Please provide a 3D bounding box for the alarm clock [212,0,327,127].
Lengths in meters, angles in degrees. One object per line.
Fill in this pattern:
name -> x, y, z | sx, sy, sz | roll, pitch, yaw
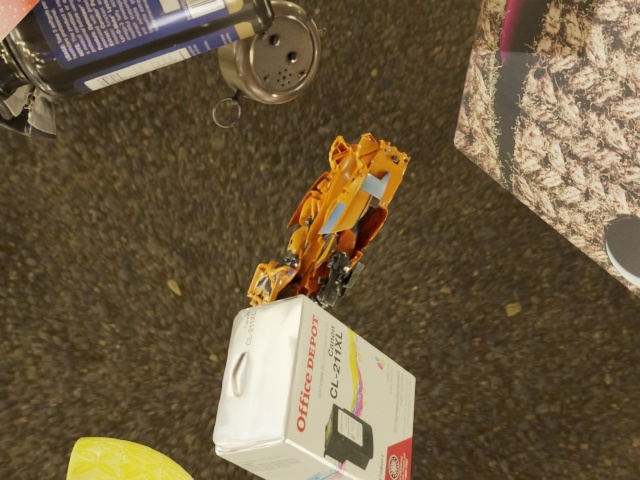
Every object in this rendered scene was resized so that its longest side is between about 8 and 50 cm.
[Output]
alarm clock -> -0.072, -0.222, 1.162 | 0.129, 0.064, 0.192 | 39, 86, -41

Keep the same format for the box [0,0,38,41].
box -> -0.182, -0.242, 0.493 | 0.142, 0.154, 0.300 | 8, 53, 30

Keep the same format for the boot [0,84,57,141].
boot -> -0.343, -0.233, 1.210 | 0.118, 0.338, 0.223 | 9, 87, 24

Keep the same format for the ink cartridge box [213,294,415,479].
ink cartridge box -> 0.002, 0.143, 0.770 | 0.072, 0.175, 0.127 | -16, 52, 33

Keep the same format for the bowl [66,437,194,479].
bowl -> -0.156, 0.336, 0.919 | 0.156, 0.289, 0.289 | -4, 82, -8

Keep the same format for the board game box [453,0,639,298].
board game box -> 0.232, -0.086, 0.498 | 0.141, 0.232, 0.291 | -22, 48, -26

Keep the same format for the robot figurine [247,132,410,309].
robot figurine -> 0.000, 0.000, 1.218 | 0.085, 0.211, 0.291 | 33, 83, -18

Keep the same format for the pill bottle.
pill bottle -> -0.152, -0.171, 0.637 | 0.219, 0.123, 0.123 | -19, 83, 0
